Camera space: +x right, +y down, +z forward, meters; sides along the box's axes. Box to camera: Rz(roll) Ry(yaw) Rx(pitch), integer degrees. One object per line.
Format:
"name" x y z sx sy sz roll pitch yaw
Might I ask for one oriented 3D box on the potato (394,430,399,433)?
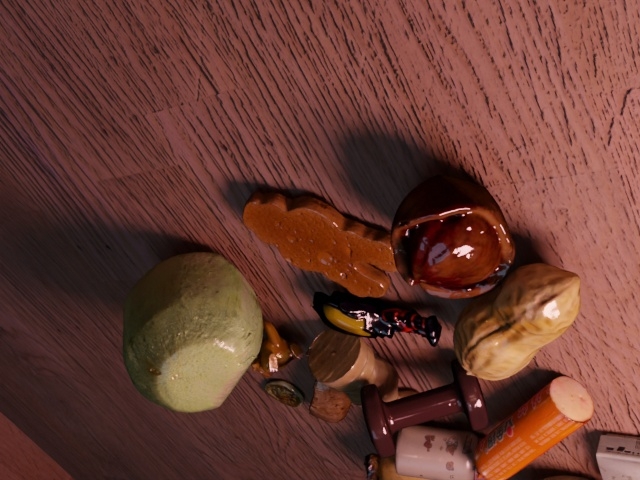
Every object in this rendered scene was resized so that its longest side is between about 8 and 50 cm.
"potato" 0.154 0.406 1.736 0.092 0.045 0.046 17 114 12

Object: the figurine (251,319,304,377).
"figurine" -0.120 0.234 1.703 0.122 0.121 0.176 61 151 6

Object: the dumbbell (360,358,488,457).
"dumbbell" 0.193 0.312 1.463 0.226 0.124 0.140 -16 132 3

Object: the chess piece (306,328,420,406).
"chess piece" 0.108 0.298 1.602 0.137 0.137 0.301 -8 141 39

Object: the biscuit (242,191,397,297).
"biscuit" 0.001 -0.002 1.381 0.295 0.044 0.186 28 140 2

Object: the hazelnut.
"hazelnut" 0.197 -0.002 1.155 0.170 0.160 0.201 -23 113 45

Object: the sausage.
"sausage" 0.378 0.370 1.467 0.093 0.093 0.312 32 133 -1

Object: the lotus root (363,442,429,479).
"lotus root" 0.234 0.540 1.756 0.284 0.146 0.160 14 120 11

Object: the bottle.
"bottle" 0.278 0.452 1.641 0.233 0.110 0.110 4 137 12

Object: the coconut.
"coconut" -0.256 0.177 1.575 0.281 0.328 0.328 1 143 -11

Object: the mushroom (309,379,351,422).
"mushroom" 0.023 0.351 1.740 0.094 0.072 0.209 18 141 2

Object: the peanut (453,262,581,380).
"peanut" 0.308 0.128 1.236 0.147 0.147 0.305 34 141 -4

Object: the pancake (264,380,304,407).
"pancake" -0.087 0.367 1.875 0.108 0.017 0.108 17 144 13

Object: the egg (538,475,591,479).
"egg" 0.500 0.569 1.569 0.253 0.186 0.186 -11 126 37

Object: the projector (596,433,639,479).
"projector" 0.586 0.424 1.452 0.115 0.061 0.147 0 133 35

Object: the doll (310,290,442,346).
"doll" 0.097 0.144 1.445 0.249 0.088 0.127 14 140 16
